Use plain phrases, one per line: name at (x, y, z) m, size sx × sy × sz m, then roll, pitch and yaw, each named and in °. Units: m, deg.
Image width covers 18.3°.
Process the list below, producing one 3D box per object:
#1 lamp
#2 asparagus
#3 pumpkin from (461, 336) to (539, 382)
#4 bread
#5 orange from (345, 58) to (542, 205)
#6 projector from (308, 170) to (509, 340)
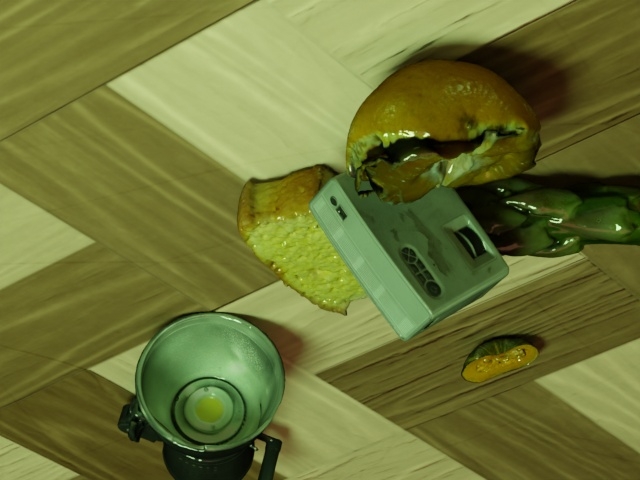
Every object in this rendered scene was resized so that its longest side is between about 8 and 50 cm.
lamp at (-0.122, 0.184, 2.026) m, size 0.172 × 0.147 × 0.227 m, roll 12°, pitch 153°, yaw 1°
asparagus at (0.195, -0.020, 1.787) m, size 0.287 × 0.080 × 0.080 m, roll -4°, pitch 146°, yaw 3°
pumpkin at (0.181, 0.117, 2.029) m, size 0.083 × 0.028 × 0.050 m, roll -12°, pitch 145°, yaw -2°
bread at (0.000, 0.000, 1.809) m, size 0.103 × 0.065 × 0.187 m, roll -23°, pitch 140°, yaw 24°
orange at (0.097, -0.093, 1.635) m, size 0.160 × 0.112 × 0.170 m, roll -19°, pitch 177°, yaw 13°
projector at (0.074, 0.000, 1.709) m, size 0.115 × 0.147 × 0.061 m, roll -27°, pitch 168°, yaw -40°
